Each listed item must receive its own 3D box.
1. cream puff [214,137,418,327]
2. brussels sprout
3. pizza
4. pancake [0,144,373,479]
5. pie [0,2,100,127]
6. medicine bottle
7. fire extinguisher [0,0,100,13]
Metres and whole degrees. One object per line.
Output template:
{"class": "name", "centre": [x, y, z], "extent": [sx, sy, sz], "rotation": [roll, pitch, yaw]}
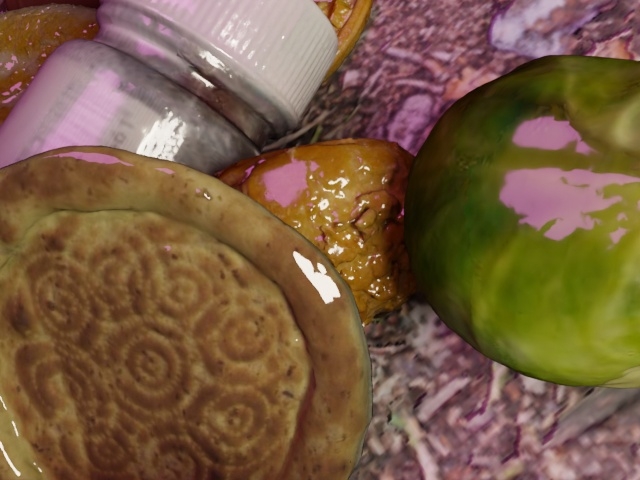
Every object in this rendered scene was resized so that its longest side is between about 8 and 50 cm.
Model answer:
{"class": "cream puff", "centre": [-0.002, 0.003, 0.528], "extent": [0.144, 0.126, 0.103], "rotation": [-10, 77, 36]}
{"class": "brussels sprout", "centre": [0.127, -0.009, 0.430], "extent": [0.161, 0.144, 0.180], "rotation": [-21, 26, -31]}
{"class": "pizza", "centre": [-0.021, -0.151, 0.724], "extent": [0.123, 0.026, 0.108], "rotation": [-52, 42, -5]}
{"class": "pancake", "centre": [-0.092, 0.070, 0.492], "extent": [0.250, 0.250, 0.031], "rotation": [-25, 10, 20]}
{"class": "pie", "centre": [-0.267, -0.066, 0.785], "extent": [0.323, 0.070, 0.323], "rotation": [-11, 64, 24]}
{"class": "medicine bottle", "centre": [-0.118, -0.053, 0.615], "extent": [0.165, 0.165, 0.273], "rotation": [25, 79, 45]}
{"class": "fire extinguisher", "centre": [-0.205, -0.213, 0.865], "extent": [0.337, 0.106, 0.147], "rotation": [-1, 84, 38]}
